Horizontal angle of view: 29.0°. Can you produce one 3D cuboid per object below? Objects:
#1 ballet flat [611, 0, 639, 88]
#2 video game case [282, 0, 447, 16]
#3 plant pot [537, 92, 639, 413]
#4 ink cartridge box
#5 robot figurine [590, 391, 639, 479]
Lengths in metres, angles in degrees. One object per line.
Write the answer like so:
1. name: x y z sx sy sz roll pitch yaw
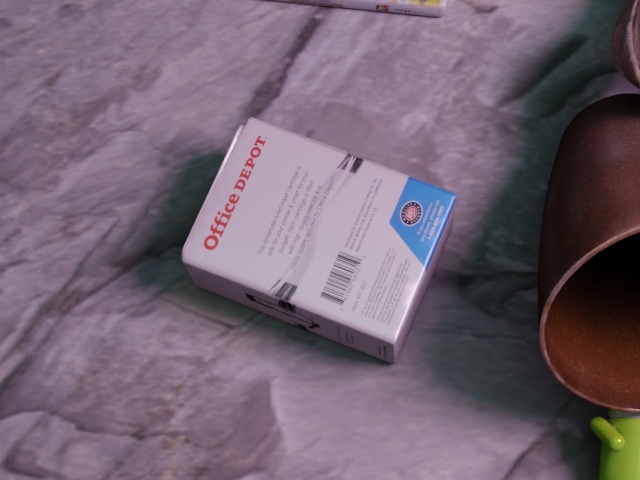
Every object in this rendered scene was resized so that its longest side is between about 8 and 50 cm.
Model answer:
1. ballet flat: 0.315 -0.197 1.098 0.107 0.106 0.316 33 51 -4
2. video game case: 0.035 -0.337 1.237 0.206 0.026 0.227 7 72 5
3. plant pot: 0.272 -0.014 1.023 0.215 0.215 0.230 -3 41 2
4. ink cartridge box: 0.000 0.000 1.098 0.203 0.086 0.148 22 74 10
5. robot figurine: 0.270 0.177 1.036 0.101 0.067 0.115 20 71 -19
